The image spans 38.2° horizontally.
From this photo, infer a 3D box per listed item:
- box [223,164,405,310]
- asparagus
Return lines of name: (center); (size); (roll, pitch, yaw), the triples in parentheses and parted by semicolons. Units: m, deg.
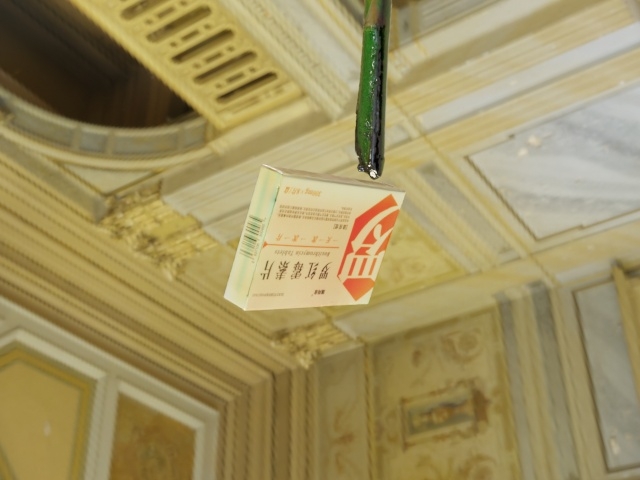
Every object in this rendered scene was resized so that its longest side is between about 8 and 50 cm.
box: (0.000, 0.000, 0.402); (0.093, 0.015, 0.058); (3, -74, -53)
asparagus: (0.022, -0.104, 0.322); (0.016, 0.013, 0.166); (-5, -81, -72)
